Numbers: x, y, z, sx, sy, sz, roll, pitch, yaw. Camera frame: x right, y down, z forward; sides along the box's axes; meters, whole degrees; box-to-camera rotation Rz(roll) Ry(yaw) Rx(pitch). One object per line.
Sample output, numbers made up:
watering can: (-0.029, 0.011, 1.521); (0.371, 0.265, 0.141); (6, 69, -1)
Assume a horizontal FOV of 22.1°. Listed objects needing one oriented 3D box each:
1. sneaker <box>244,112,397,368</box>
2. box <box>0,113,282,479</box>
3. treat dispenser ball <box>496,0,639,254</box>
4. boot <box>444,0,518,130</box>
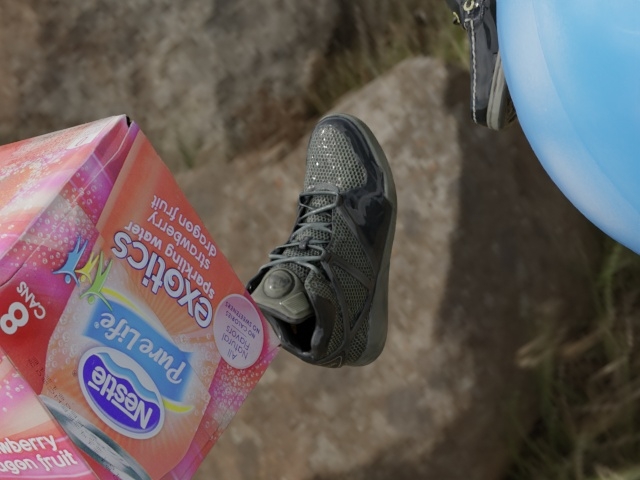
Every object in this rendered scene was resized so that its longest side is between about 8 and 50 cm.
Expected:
sneaker: (0.000, 0.000, 1.440); (0.087, 0.130, 0.228); (4, 93, 36)
box: (-0.194, 0.056, 0.836); (0.300, 0.154, 0.142); (-9, 33, 39)
treat dispenser ball: (0.228, -0.116, 0.793); (0.288, 0.288, 0.288); (-18, 47, 20)
boot: (0.090, -0.212, 1.327); (0.178, 0.085, 0.236); (6, 95, 21)
